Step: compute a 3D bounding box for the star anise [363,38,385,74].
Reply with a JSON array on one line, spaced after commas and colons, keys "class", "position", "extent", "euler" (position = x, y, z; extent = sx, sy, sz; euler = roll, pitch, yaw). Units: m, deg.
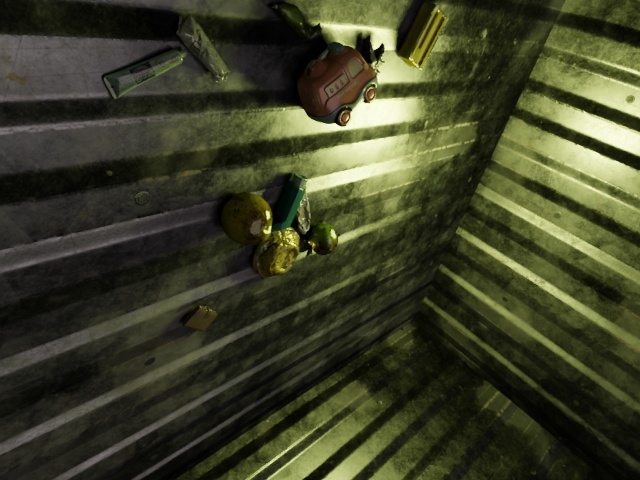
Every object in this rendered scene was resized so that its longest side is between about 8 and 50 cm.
[{"class": "star anise", "position": [0.189, -0.680, 1.624], "extent": [0.205, 0.061, 0.180], "euler": [-49, 148, -2]}]

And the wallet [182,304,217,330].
[{"class": "wallet", "position": [-0.518, 0.335, 1.797], "extent": [0.118, 0.038, 0.153], "euler": [-46, 151, -4]}]

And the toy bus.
[{"class": "toy bus", "position": [0.048, -0.561, 1.473], "extent": [0.287, 0.194, 0.232], "euler": [-44, 135, -9]}]

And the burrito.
[{"class": "burrito", "position": [-0.321, -0.521, 1.153], "extent": [0.064, 0.064, 0.203], "euler": [-47, 147, -5]}]

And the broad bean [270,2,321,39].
[{"class": "broad bean", "position": [-0.072, -0.686, 1.303], "extent": [0.213, 0.048, 0.071], "euler": [0, 123, -52]}]

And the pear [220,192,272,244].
[{"class": "pear", "position": [-0.268, -0.074, 1.556], "extent": [0.197, 0.197, 0.198], "euler": [-32, 144, -27]}]

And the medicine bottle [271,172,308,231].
[{"class": "medicine bottle", "position": [-0.139, -0.154, 1.733], "extent": [0.124, 0.079, 0.259], "euler": [4, 119, -50]}]

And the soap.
[{"class": "soap", "position": [0.426, -0.850, 1.736], "extent": [0.134, 0.076, 0.234], "euler": [6, 117, -53]}]

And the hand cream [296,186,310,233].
[{"class": "hand cream", "position": [-0.083, -0.123, 1.870], "extent": [0.084, 0.050, 0.257], "euler": [-29, 139, -26]}]

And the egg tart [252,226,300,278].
[{"class": "egg tart", "position": [-0.184, 0.067, 1.890], "extent": [0.278, 0.095, 0.279], "euler": [-31, 141, -29]}]

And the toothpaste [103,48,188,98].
[{"class": "toothpaste", "position": [-0.450, -0.447, 1.090], "extent": [0.233, 0.038, 0.060], "euler": [-35, 141, -18]}]

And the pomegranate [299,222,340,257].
[{"class": "pomegranate", "position": [0.002, 0.008, 1.988], "extent": [0.220, 0.156, 0.156], "euler": [-51, 159, -51]}]
